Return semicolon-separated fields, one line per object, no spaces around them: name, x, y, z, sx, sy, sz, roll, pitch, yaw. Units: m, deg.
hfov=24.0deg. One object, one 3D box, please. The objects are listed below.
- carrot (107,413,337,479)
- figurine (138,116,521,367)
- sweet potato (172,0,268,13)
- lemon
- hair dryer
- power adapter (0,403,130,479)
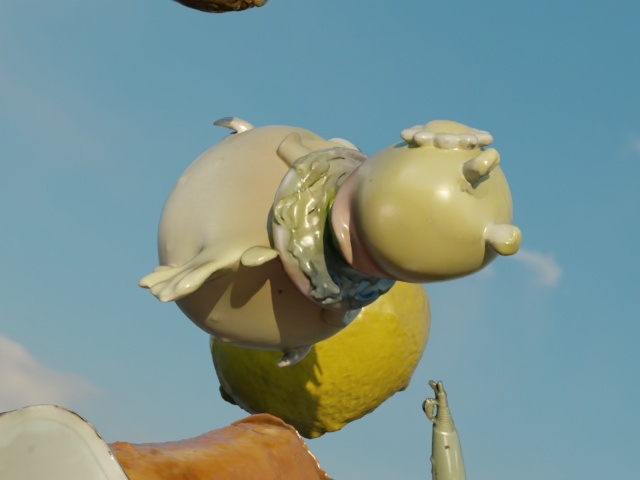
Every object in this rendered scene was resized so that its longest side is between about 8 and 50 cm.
carrot;-0.106;0.224;1.178;0.196;0.196;0.254;3;14;43
figurine;0.000;0.000;1.207;0.394;0.274;0.226;-9;-78;52
sweet potato;-0.164;-0.244;1.150;0.273;0.075;0.075;23;-19;-9
lemon;0.001;0.099;1.754;0.233;0.288;0.233;54;-1;1
hair dryer;0.086;0.242;1.481;0.206;0.237;0.075;3;20;0
power adapter;-0.171;0.203;0.830;0.124;0.187;0.255;57;-10;18
